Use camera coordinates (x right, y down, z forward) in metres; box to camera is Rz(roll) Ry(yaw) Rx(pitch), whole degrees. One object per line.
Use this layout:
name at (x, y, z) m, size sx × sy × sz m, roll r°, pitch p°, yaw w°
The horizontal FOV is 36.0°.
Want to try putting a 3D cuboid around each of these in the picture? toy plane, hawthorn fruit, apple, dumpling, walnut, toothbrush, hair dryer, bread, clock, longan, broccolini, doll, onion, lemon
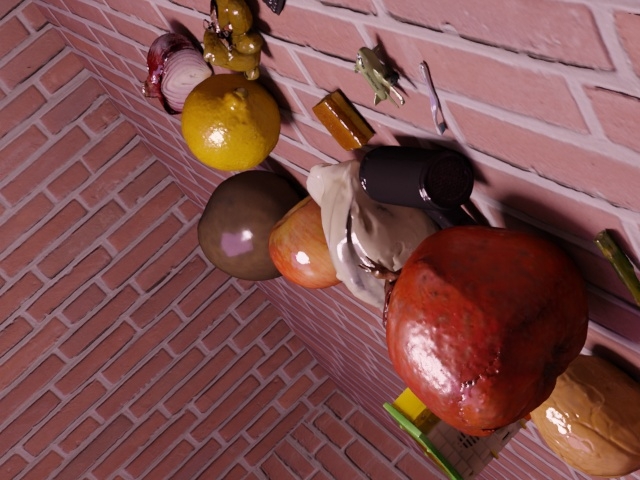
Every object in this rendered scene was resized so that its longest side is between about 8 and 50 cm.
toy plane at (0.073, -0.218, 1.296) m, size 0.102 × 0.040 × 0.111 m, roll 37°, pitch 164°, yaw 36°
hawthorn fruit at (0.190, 0.094, 1.307) m, size 0.307 × 0.276 × 0.276 m, roll 32°, pitch 165°, yaw 17°
apple at (0.000, 0.000, 1.939) m, size 0.164 × 0.209 × 0.209 m, roll 46°, pitch 169°, yaw -10°
dumpling at (0.084, 0.004, 1.642) m, size 0.318 × 0.187 × 0.243 m, roll 50°, pitch 165°, yaw -31°
walnut at (0.400, 0.256, 1.438) m, size 0.197 × 0.165 × 0.165 m, roll 45°, pitch 169°, yaw 25°
toothbrush at (0.142, -0.178, 1.251) m, size 0.011 × 0.013 × 0.131 m, roll 27°, pitch 159°, yaw 33°
hair dryer at (0.191, -0.041, 1.426) m, size 0.251 × 0.089 × 0.197 m, roll 41°, pitch 169°, yaw -21°
bread at (0.034, -0.189, 1.557) m, size 0.094 × 0.035 × 0.090 m, roll 49°, pitch 168°, yaw -11°
clock at (0.274, 0.282, 1.730) m, size 0.106 × 0.255 × 0.220 m, roll 34°, pitch 166°, yaw 52°
longan at (-0.132, -0.033, 2.226) m, size 0.300 × 0.300 × 0.243 m, roll 113°, pitch 154°, yaw -78°
broccolini at (0.404, 0.085, 1.178) m, size 0.254 × 0.071 × 0.057 m, roll 56°, pitch -152°, yaw -14°
doll at (-0.152, -0.339, 1.586) m, size 0.137 × 0.097 × 0.209 m, roll 49°, pitch 165°, yaw 17°
onion at (-0.309, -0.350, 2.023) m, size 0.098 × 0.151 × 0.206 m, roll 57°, pitch 158°, yaw 26°
lemon at (-0.165, -0.218, 1.818) m, size 0.187 × 0.187 × 0.244 m, roll 48°, pitch 163°, yaw -3°

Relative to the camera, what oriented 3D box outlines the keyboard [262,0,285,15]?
keyboard at (-0.072, -0.380, 1.336) m, size 0.087 × 0.017 × 0.250 m, roll 46°, pitch 169°, yaw 0°
